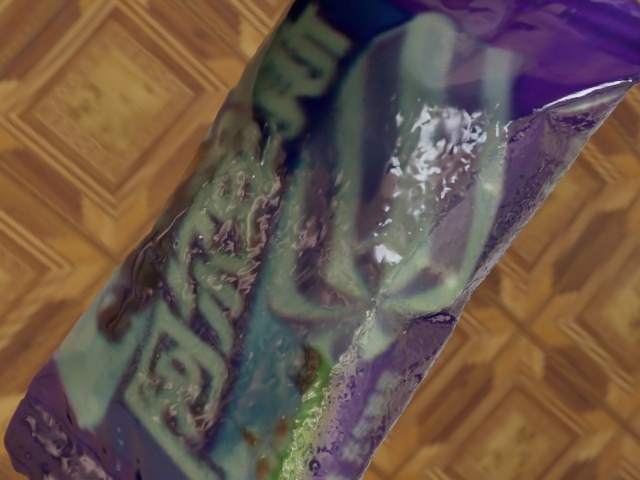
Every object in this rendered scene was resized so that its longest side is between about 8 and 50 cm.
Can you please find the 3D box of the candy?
[{"bbox_3d":[0.000,0.000,0.608,0.275,0.145,0.070,-55,142,4],"label":"candy"}]
